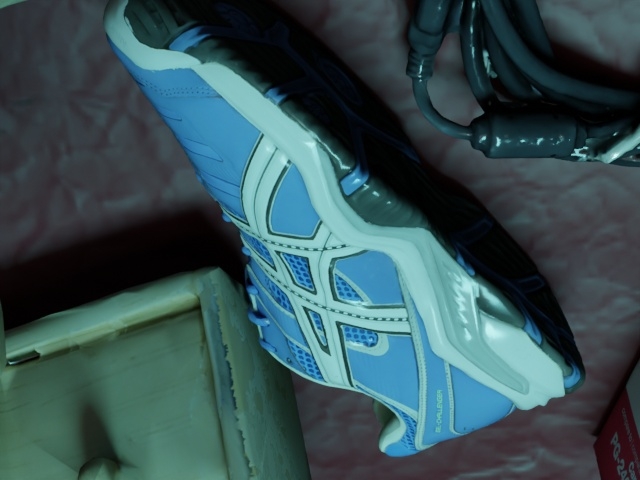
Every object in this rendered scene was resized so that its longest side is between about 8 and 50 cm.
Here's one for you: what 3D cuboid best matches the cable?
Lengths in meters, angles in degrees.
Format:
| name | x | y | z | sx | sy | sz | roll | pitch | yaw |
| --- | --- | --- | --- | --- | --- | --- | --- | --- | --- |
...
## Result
| name | x | y | z | sx | sy | sz | roll | pitch | yaw |
| --- | --- | --- | --- | --- | --- | --- | --- | --- | --- |
| cable | 0.112 | -0.097 | 0.437 | 0.150 | 0.047 | 0.184 | 12 | 122 | -7 |

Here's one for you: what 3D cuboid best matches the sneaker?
| name | x | y | z | sx | sy | sz | roll | pitch | yaw |
| --- | --- | --- | --- | --- | --- | --- | --- | --- | --- |
| sneaker | 0.000 | 0.000 | 0.483 | 0.081 | 0.080 | 0.211 | -36 | 115 | 18 |

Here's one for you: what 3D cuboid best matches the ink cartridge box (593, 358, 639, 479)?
| name | x | y | z | sx | sy | sz | roll | pitch | yaw |
| --- | --- | --- | --- | --- | --- | --- | --- | --- | --- |
| ink cartridge box | 0.180 | 0.050 | 0.523 | 0.109 | 0.063 | 0.150 | 15 | 123 | -8 |

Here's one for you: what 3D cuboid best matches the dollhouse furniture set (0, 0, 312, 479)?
| name | x | y | z | sx | sy | sz | roll | pitch | yaw |
| --- | --- | --- | --- | --- | --- | --- | --- | --- | --- |
| dollhouse furniture set | -0.180 | 0.057 | 0.374 | 0.256 | 0.362 | 0.394 | -19 | 151 | 11 |
